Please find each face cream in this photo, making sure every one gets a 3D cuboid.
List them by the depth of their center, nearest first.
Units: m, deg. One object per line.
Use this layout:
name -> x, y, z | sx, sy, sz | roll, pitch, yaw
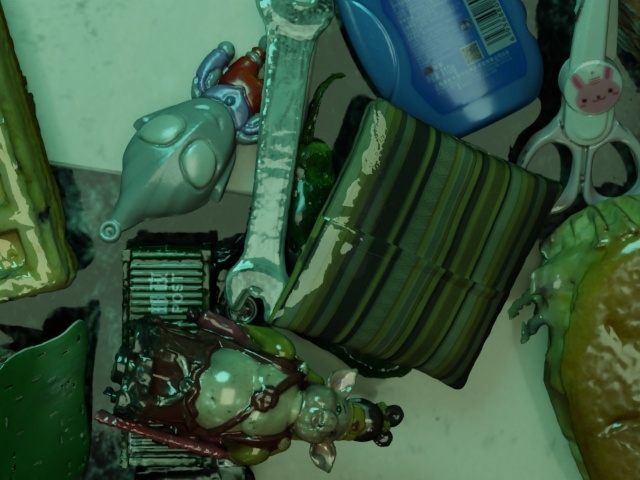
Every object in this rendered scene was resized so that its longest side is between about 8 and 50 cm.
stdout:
face cream -> 0.086, -0.219, 1.204 | 0.149, 0.083, 0.264 | -26, 97, -1

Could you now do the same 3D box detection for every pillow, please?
pillow -> 0.086, 0.010, 1.196 | 0.212, 0.052, 0.208 | 21, 96, -29

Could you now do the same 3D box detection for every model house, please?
model house -> -0.273, 0.146, 1.233 | 0.088, 0.117, 0.167 | 20, 122, 30

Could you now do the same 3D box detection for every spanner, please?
spanner -> -0.038, -0.081, 1.190 | 0.071, 0.017, 0.302 | 8, 87, -4

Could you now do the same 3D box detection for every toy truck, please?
toy truck -> -0.114, 0.133, 1.237 | 0.121, 0.088, 0.259 | 0, 95, -4

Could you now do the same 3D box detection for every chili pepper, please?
chili pepper -> -0.001, 0.000, 1.238 | 0.122, 0.065, 0.279 | -15, 99, -12

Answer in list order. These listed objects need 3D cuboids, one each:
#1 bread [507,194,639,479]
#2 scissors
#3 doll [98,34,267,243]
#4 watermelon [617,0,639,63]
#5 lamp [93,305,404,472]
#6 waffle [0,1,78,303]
bread -> 0.326, 0.144, 1.205 | 0.236, 0.183, 0.389 | -25, 98, 3
scissors -> 0.233, -0.132, 1.207 | 0.118, 0.030, 0.242 | 0, 119, -3
doll -> -0.110, -0.082, 1.220 | 0.227, 0.075, 0.102 | -44, 80, -8
watermelon -> 0.283, -0.213, 1.199 | 0.094, 0.154, 0.241 | -40, 82, 3
lamp -> -0.047, 0.131, 1.147 | 0.253, 0.118, 0.118 | 18, 96, -8
waffle -> -0.378, -0.111, 1.190 | 0.261, 0.114, 0.376 | -15, 97, 2
